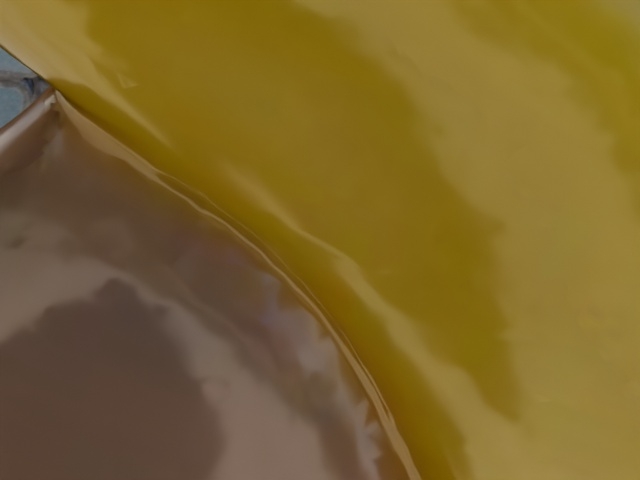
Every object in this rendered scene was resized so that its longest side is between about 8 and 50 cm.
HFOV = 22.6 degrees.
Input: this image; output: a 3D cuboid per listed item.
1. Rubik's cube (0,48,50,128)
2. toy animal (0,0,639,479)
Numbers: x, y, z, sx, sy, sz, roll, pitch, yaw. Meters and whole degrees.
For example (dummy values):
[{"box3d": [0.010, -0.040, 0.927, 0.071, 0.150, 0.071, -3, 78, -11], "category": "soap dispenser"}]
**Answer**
[{"box3d": [-0.247, -0.109, 0.914, 0.237, 0.237, 0.238, 4, 41, -19], "category": "Rubik's cube"}, {"box3d": [0.019, 0.011, 0.483, 0.277, 0.345, 0.247, 20, 16, 6], "category": "toy animal"}]
